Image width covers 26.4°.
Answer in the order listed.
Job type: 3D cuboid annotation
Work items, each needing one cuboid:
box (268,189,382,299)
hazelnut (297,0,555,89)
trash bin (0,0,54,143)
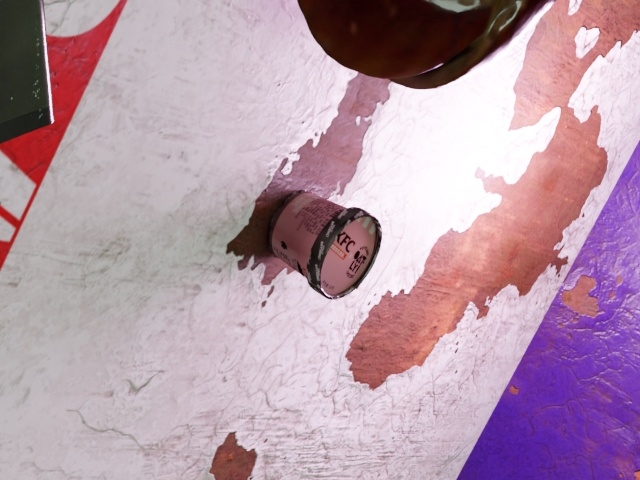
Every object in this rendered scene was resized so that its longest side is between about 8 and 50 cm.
[{"bbox_3d":[0.000,0.000,2.167,0.151,0.135,0.151,-35,139,-37],"label":"box"},{"bbox_3d":[0.156,-0.392,1.841,0.409,0.359,0.359,-46,149,-6],"label":"hazelnut"},{"bbox_3d":[-0.363,-0.235,1.382,0.122,0.164,0.240,-29,139,-40],"label":"trash bin"}]
